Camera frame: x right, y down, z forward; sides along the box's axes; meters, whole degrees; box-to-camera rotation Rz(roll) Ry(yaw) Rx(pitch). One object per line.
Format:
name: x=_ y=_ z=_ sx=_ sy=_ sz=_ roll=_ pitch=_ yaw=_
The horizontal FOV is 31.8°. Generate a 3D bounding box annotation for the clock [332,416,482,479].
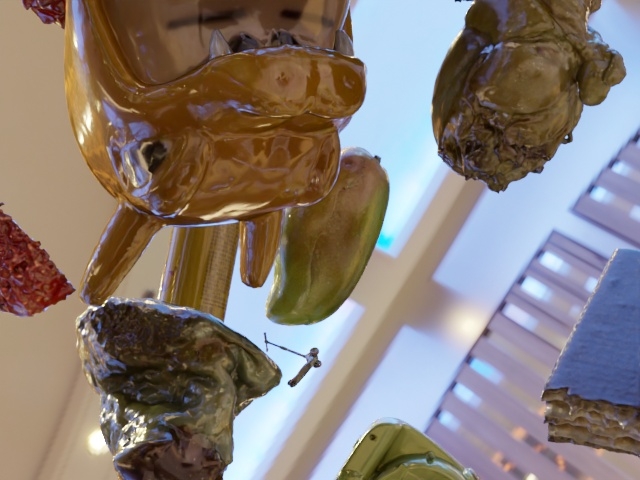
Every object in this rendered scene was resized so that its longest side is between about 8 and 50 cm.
clock: x=0.118 y=0.319 z=1.264 sx=0.170 sy=0.232 sz=0.069 roll=-59 pitch=-6 yaw=1

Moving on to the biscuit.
biscuit: x=0.307 y=0.108 z=1.114 sx=0.252 sy=0.106 sz=0.070 roll=-52 pitch=-42 yaw=-41

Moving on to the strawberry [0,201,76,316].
strawberry: x=-0.383 y=-0.010 z=1.205 sx=0.106 sy=0.286 sz=0.188 roll=-41 pitch=-35 yaw=-12

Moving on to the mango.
mango: x=0.000 y=0.000 z=1.290 sx=0.125 sy=0.111 sz=0.233 roll=25 pitch=-76 yaw=-19

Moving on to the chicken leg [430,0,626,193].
chicken leg: x=0.135 y=-0.128 z=0.660 sx=0.088 sy=0.103 sz=0.228 roll=23 pitch=-64 yaw=-13

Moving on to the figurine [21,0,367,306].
figurine: x=-0.119 y=-0.173 z=0.858 sx=0.268 sy=0.387 sz=0.401 roll=-21 pitch=-21 yaw=-3

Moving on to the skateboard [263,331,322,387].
skateboard: x=-0.048 y=0.152 z=1.433 sx=0.064 sy=0.083 sz=0.032 roll=-45 pitch=-39 yaw=-35

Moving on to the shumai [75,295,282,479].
shumai: x=-0.181 y=0.183 z=1.209 sx=0.222 sy=0.272 sz=0.204 roll=31 pitch=-109 yaw=-20

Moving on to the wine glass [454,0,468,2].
wine glass: x=0.130 y=-0.352 z=0.884 sx=0.143 sy=0.143 sz=0.321 roll=44 pitch=-132 yaw=-48

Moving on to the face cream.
face cream: x=-0.166 y=-0.038 z=1.683 sx=0.105 sy=0.105 sz=0.349 roll=23 pitch=-107 yaw=-47
